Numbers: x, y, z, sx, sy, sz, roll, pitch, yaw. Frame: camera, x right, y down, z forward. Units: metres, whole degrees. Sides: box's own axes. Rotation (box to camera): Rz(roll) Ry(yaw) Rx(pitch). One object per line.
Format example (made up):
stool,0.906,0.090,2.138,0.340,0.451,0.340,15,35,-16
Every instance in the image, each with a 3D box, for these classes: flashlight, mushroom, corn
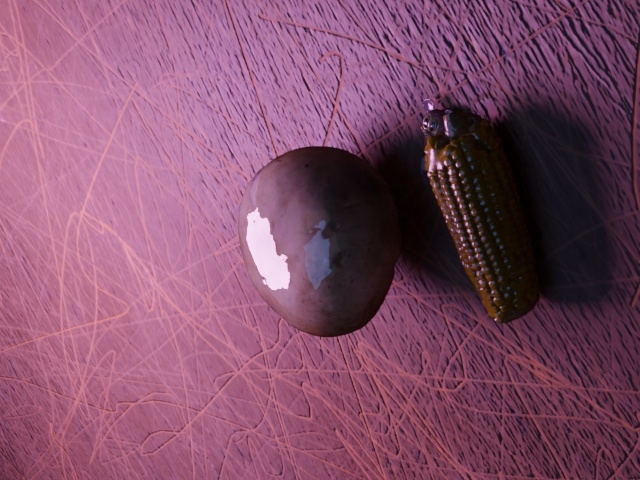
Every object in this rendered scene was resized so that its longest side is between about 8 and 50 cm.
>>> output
flashlight,0.134,-0.114,1.972,0.052,0.031,0.110,31,132,31
mushroom,0.000,0.000,2.062,0.255,0.184,0.255,29,133,36
corn,0.191,-0.029,1.914,0.097,0.097,0.262,-2,112,48
